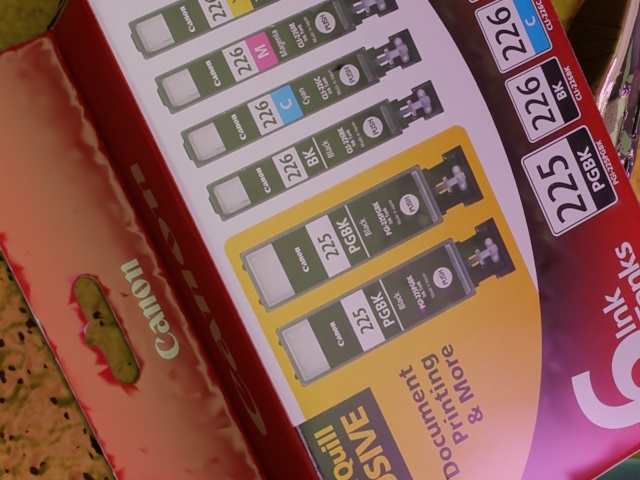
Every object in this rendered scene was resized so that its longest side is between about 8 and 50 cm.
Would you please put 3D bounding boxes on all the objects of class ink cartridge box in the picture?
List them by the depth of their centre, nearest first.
[{"bbox_3d":[0.000,0.000,0.569,0.272,0.130,0.309,-28,98,-16],"label":"ink cartridge box"}]

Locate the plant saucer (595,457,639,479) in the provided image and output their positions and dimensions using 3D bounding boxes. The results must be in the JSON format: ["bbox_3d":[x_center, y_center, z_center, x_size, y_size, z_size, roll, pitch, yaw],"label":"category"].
[{"bbox_3d":[0.162,0.218,0.665,0.195,0.037,0.195,0,89,-18],"label":"plant saucer"}]

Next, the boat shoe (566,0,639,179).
[{"bbox_3d":[0.162,-0.076,0.669,0.049,0.056,0.152,15,93,-23],"label":"boat shoe"}]
